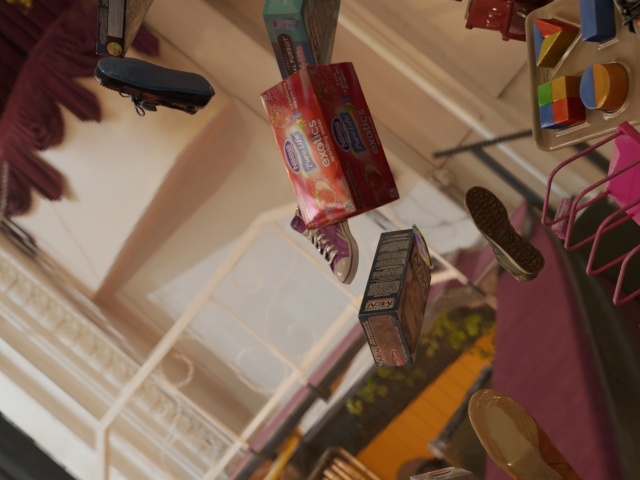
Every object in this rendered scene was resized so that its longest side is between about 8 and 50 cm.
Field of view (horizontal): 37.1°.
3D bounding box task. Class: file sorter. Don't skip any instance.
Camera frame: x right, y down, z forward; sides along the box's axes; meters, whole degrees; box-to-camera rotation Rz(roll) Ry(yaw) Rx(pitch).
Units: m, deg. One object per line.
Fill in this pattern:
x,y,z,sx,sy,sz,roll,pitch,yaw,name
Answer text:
0.551,-0.018,1.682,0.182,0.290,0.202,-29,-33,-11,file sorter

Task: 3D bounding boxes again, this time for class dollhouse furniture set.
0.371,-0.596,2.374,0.201,0.374,0.152,1,-74,-49,dollhouse furniture set

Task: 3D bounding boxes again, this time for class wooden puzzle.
0.536,-0.369,1.947,0.081,0.322,0.348,1,-6,-28,wooden puzzle

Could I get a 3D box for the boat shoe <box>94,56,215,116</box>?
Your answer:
-0.322,-0.282,1.846,0.258,0.109,0.089,10,-49,-39,boat shoe

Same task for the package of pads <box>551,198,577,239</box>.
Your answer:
0.557,-0.049,2.177,0.032,0.050,0.083,4,62,41,package of pads

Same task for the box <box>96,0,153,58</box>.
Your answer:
-0.294,-0.408,1.481,0.233,0.044,0.159,-82,4,-51,box

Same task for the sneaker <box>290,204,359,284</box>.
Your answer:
0.000,0.001,2.486,0.282,0.161,0.102,-107,35,-45,sneaker

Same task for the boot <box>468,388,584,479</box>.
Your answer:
0.383,0.401,1.736,0.104,0.295,0.211,-42,-19,-2,boot

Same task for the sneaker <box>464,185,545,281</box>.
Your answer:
0.317,-0.003,1.691,0.064,0.192,0.086,-33,-20,-11,sneaker

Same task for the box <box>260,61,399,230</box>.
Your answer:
0.015,-0.160,1.623,0.123,0.256,0.128,-17,-3,-45,box

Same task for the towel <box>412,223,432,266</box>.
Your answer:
0.209,0.011,1.965,0.009,0.060,0.083,-23,-50,-4,towel

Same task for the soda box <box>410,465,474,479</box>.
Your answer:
0.249,0.574,1.772,0.098,0.286,0.091,-10,-2,-16,soda box

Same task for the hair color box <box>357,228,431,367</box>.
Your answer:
0.193,0.139,2.401,0.105,0.173,0.347,-8,33,21,hair color box

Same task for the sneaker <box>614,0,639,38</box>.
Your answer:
0.460,-0.359,1.360,0.100,0.271,0.108,3,63,54,sneaker

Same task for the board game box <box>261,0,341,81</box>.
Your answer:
-0.029,-0.484,1.910,0.253,0.079,0.336,72,-157,-56,board game box
